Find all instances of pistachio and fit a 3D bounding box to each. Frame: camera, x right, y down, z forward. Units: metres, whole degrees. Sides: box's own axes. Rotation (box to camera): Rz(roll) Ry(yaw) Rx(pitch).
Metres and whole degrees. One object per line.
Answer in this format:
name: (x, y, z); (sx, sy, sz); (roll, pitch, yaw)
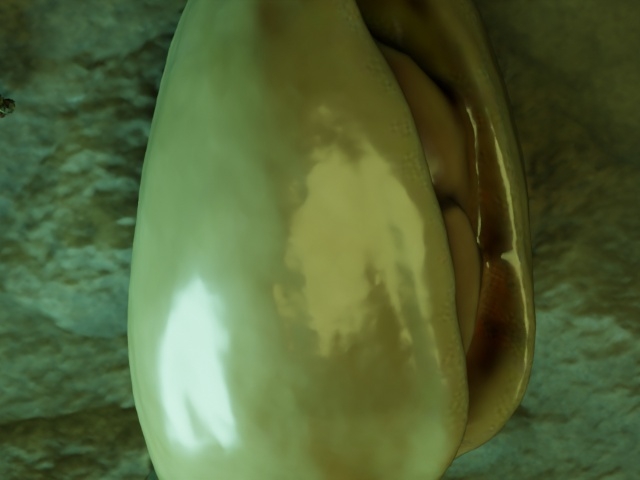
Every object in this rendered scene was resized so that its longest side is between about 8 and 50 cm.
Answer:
pistachio: (0.000, 0.000, 0.891); (0.193, 0.214, 0.318); (-27, 128, -44)

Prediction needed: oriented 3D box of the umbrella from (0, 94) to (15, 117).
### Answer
umbrella: (-0.162, -0.090, 0.899); (0.031, 0.020, 0.083); (-17, 131, 5)
